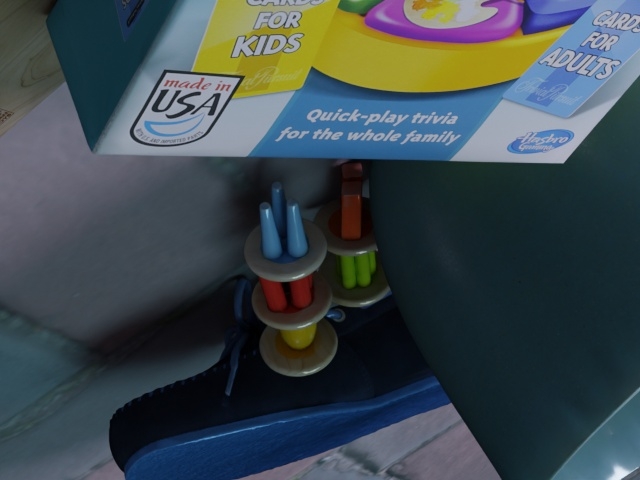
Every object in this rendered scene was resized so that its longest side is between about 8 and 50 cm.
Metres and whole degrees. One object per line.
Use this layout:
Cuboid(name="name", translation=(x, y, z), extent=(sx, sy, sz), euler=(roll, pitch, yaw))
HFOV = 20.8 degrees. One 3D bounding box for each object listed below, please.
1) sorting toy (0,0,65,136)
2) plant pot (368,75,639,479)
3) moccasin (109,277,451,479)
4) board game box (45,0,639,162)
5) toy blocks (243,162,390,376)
Cuboid(name="sorting toy", translation=(-0.136, -0.114, 0.732), extent=(0.274, 0.046, 0.132), euler=(-38, 157, 18))
Cuboid(name="plant pot", translation=(0.169, -0.008, 1.077), extent=(0.293, 0.235, 0.293), euler=(-34, 161, -14))
Cuboid(name="moccasin", translation=(-0.008, 0.087, 1.252), extent=(0.342, 0.117, 0.138), euler=(-13, 160, -35))
Cuboid(name="board game box", translation=(0.073, -0.161, 0.672), extent=(0.254, 0.079, 0.336), euler=(-1, 145, -33))
Cuboid(name="toy blocks", translation=(0.000, 0.000, 1.120), extent=(0.123, 0.054, 0.148), euler=(-49, 151, -31))
